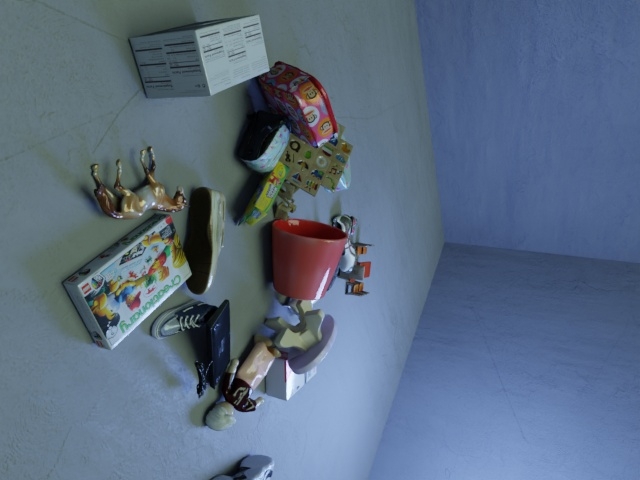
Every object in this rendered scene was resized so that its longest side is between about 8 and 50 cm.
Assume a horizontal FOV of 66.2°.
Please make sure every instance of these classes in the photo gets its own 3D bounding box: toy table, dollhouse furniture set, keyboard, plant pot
[{"bbox_3d":[-0.063,0.326,1.773,0.160,0.252,0.274,57,26,-23],"label":"toy table"},{"bbox_3d":[-0.114,-0.188,1.806,0.182,0.101,0.160,-48,161,-50],"label":"dollhouse furniture set"},{"bbox_3d":[-0.319,0.336,1.449,0.201,0.033,0.316,-63,166,-47],"label":"keyboard"},{"bbox_3d":[0.196,0.147,2.413,0.259,0.135,0.261,-2,98,-63],"label":"dollhouse furniture set"},{"bbox_3d":[-0.058,0.070,1.781,0.275,0.275,0.242,-19,124,-61],"label":"plant pot"}]

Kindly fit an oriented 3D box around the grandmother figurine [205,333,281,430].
[{"bbox_3d":[-0.259,0.489,1.647,0.207,0.104,0.342,53,46,-17],"label":"grandmother figurine"}]

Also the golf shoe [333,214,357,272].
[{"bbox_3d":[0.096,0.017,2.253,0.120,0.105,0.272,-3,93,-48],"label":"golf shoe"}]

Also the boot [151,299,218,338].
[{"bbox_3d":[-0.370,0.218,1.359,0.190,0.086,0.069,-37,128,-56],"label":"boot"}]

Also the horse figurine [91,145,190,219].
[{"bbox_3d":[-0.437,-0.118,1.171,0.263,0.066,0.174,-43,127,-55],"label":"horse figurine"}]

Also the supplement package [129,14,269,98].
[{"bbox_3d":[-0.290,-0.459,1.223,0.262,0.204,0.145,-47,136,-50],"label":"supplement package"}]

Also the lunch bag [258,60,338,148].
[{"bbox_3d":[-0.070,-0.420,1.584,0.120,0.293,0.258,-37,136,-11],"label":"lunch bag"}]

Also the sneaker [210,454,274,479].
[{"bbox_3d":[-0.274,0.889,1.655,0.366,0.138,0.210,1,93,-67],"label":"sneaker"}]

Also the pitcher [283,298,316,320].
[{"bbox_3d":[-0.048,0.217,1.973,0.207,0.126,0.177,-60,152,-21],"label":"pitcher"}]

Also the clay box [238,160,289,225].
[{"bbox_3d":[-0.186,-0.140,1.594,0.053,0.127,0.221,32,61,-18],"label":"clay box"}]

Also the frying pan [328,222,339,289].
[{"bbox_3d":[0.053,0.085,2.152,0.325,0.053,0.197,-72,163,6],"label":"frying pan"}]

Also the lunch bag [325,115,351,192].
[{"bbox_3d":[0.036,-0.348,1.942,0.224,0.108,0.278,53,30,-50],"label":"lunch bag"}]

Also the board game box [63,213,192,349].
[{"bbox_3d":[-0.453,0.091,1.201,0.305,0.053,0.192,-51,140,-46],"label":"board game box"}]

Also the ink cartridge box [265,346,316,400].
[{"bbox_3d":[-0.111,0.485,1.923,0.237,0.100,0.171,-25,119,-59],"label":"ink cartridge box"}]

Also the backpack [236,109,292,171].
[{"bbox_3d":[-0.178,-0.310,1.557,0.115,0.152,0.181,40,72,-53],"label":"backpack"}]

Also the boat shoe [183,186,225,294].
[{"bbox_3d":[-0.317,0.003,1.397,0.098,0.109,0.301,8,83,-62],"label":"boat shoe"}]

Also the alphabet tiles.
[{"bbox_3d":[-0.034,-0.330,1.762,0.285,0.011,0.342,29,61,-13],"label":"alphabet tiles"}]
